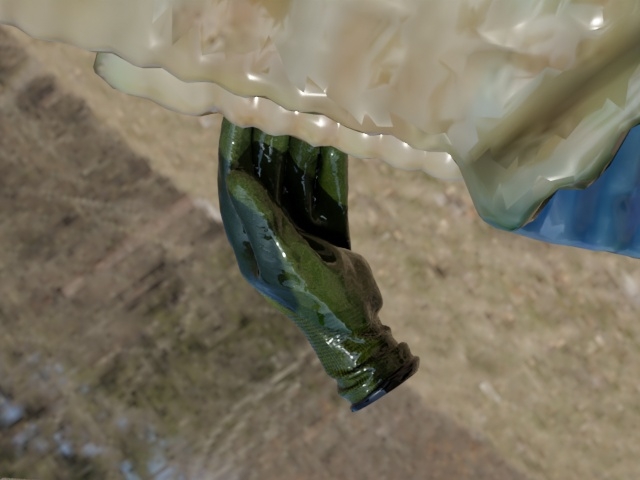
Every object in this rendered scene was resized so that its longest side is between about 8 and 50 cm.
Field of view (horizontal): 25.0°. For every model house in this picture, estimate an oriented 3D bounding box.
[{"bbox_3d":[0.108,-0.194,0.680,0.400,0.395,0.445,22,-168,11],"label":"model house"}]

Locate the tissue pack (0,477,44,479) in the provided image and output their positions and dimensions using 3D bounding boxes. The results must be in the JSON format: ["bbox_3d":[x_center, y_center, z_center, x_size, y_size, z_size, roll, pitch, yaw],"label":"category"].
[{"bbox_3d":[-0.236,0.236,1.258,0.056,0.108,0.023,-71,-23,-46],"label":"tissue pack"}]

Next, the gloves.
[{"bbox_3d":[-0.010,0.008,1.144,0.135,0.107,0.268,-31,-79,-63],"label":"gloves"}]
